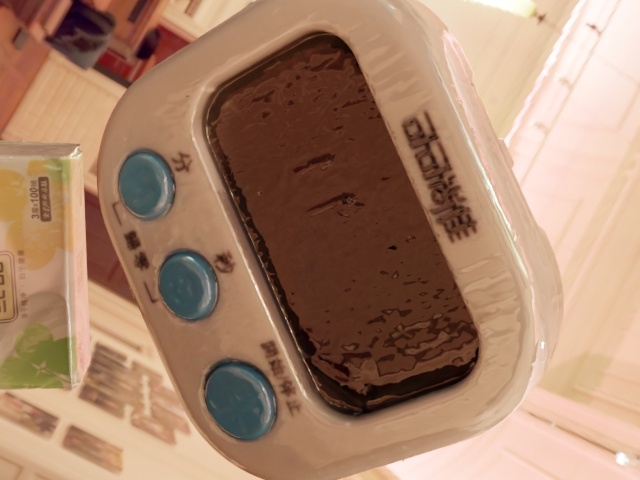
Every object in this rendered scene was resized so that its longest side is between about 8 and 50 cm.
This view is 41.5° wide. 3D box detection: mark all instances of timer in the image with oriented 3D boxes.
[{"bbox_3d":[0.000,0.000,0.485,0.237,0.262,0.087,-25,178,25],"label":"timer"}]

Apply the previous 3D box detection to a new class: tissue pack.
[{"bbox_3d":[-0.303,0.029,0.785,0.145,0.159,0.229,-127,-142,-73],"label":"tissue pack"}]
